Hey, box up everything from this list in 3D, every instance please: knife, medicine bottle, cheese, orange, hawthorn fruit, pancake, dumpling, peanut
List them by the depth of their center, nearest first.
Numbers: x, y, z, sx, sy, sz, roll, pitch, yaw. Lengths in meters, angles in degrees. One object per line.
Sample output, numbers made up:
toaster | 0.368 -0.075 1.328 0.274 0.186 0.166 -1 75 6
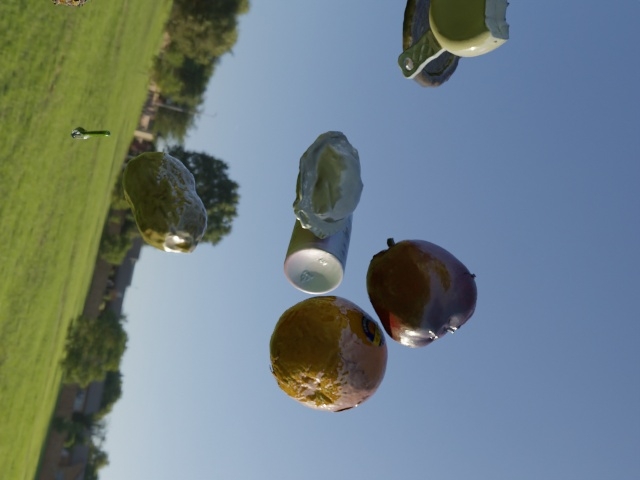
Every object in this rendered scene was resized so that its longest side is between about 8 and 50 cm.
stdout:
cheese | 0.223 -0.385 1.130 0.249 0.071 0.163 -7 -88 46
hawthorn fruit | 0.168 0.079 1.154 0.202 0.185 0.185 59 -39 26
orange | 0.015 0.205 1.214 0.193 0.219 0.219 -91 -159 -60
peanut | -0.323 -0.090 1.340 0.143 0.159 0.291 -40 -140 7
pancake | 0.253 -0.459 1.384 0.033 0.288 0.286 19 -85 31
knife | -0.485 -0.225 1.391 0.184 0.022 0.026 10 -75 47
dumpling | 0.009 -0.138 1.551 0.147 0.193 0.258 9 -101 45
medicine bottle | 0.000 0.000 1.698 0.254 0.152 0.152 -76 -170 -52

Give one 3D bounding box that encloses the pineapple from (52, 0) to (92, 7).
pineapple | -0.586 -0.617 1.581 0.161 0.137 0.176 -48 169 -8
